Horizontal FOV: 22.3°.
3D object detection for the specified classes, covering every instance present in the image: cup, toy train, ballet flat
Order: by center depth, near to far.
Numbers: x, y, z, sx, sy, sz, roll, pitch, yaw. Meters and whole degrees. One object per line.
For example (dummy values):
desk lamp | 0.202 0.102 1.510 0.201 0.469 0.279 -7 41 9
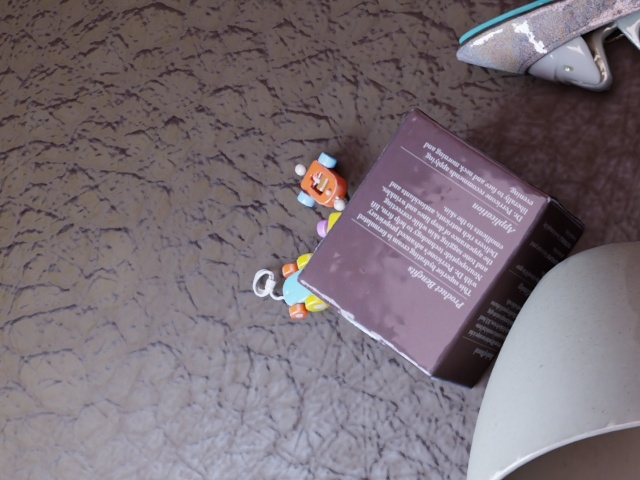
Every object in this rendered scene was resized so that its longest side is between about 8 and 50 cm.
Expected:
cup | 0.284 0.142 1.438 0.331 0.331 0.237 -15 51 17
ballet flat | 0.289 -0.209 1.584 0.316 0.107 0.106 -22 81 17
toy train | 0.000 0.000 1.686 0.125 0.046 0.166 36 104 45

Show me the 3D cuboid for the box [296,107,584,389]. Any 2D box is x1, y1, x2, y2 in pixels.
box | 0.120 0.011 1.571 0.168 0.167 0.203 36 94 21
